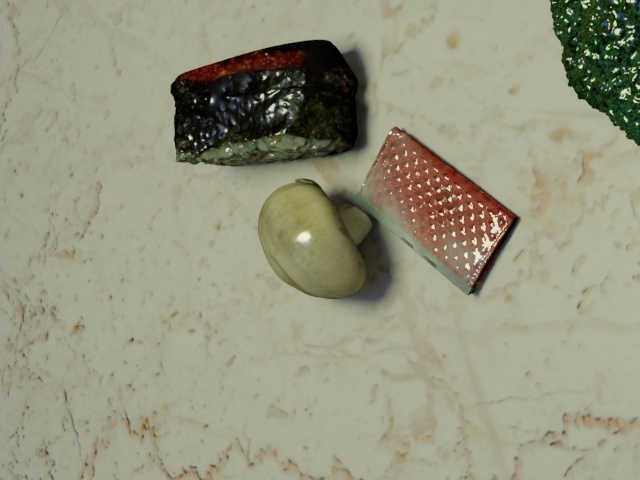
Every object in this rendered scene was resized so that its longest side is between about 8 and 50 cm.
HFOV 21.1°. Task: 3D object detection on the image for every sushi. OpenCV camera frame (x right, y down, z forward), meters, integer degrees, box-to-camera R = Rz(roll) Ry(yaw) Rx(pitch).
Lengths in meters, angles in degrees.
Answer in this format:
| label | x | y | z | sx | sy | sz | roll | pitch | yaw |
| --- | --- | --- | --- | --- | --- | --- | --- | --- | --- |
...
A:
| label | x | y | z | sx | sy | sz | roll | pitch | yaw |
| --- | --- | --- | --- | --- | --- | --- | --- | --- | --- |
| sushi | -0.065 | -0.148 | 1.992 | 0.225 | 0.136 | 0.126 | -12 | 82 | 31 |

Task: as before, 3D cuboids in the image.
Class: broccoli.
| label | x | y | z | sx | sy | sz | roll | pitch | yaw |
| --- | --- | --- | --- | --- | --- | --- | --- | --- | --- |
| broccoli | 0.359 | -0.206 | 1.596 | 0.297 | 0.297 | 0.297 | 4 | 58 | 40 |

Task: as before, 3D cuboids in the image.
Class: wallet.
| label | x | y | z | sx | sy | sz | roll | pitch | yaw |
| --- | --- | --- | --- | --- | --- | --- | --- | --- | --- |
| wallet | 0.124 | -0.035 | 1.899 | 0.196 | 0.020 | 0.103 | 40 | 112 | 34 |

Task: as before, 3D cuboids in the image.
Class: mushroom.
| label | x | y | z | sx | sy | sz | roll | pitch | yaw |
| --- | --- | --- | --- | --- | --- | --- | --- | --- | --- |
| mushroom | 0.000 | 0.000 | 1.937 | 0.154 | 0.122 | 0.154 | 54 | 163 | 25 |
